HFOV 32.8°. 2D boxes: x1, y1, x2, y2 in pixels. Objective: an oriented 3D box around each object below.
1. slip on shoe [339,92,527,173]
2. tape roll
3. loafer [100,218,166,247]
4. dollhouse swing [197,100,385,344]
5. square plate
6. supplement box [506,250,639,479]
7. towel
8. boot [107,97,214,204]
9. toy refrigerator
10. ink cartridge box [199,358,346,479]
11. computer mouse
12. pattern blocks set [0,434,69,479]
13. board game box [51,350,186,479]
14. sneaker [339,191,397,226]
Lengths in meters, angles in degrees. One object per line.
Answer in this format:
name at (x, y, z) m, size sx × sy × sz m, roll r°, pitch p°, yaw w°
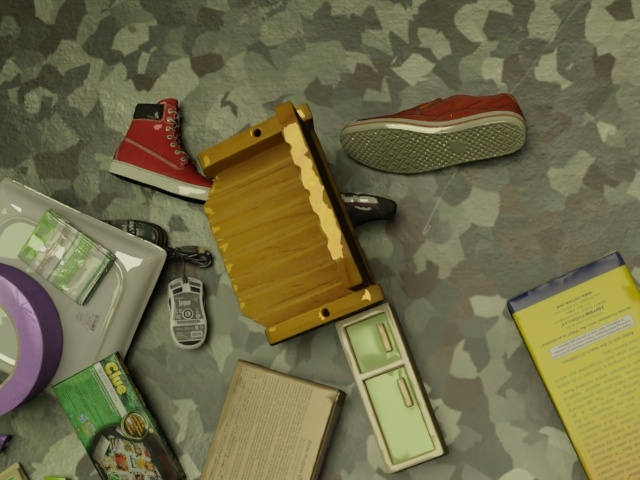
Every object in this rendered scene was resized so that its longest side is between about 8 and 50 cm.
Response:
slip on shoe at (0.198, -0.195, 1.920) m, size 0.331 × 0.123 × 0.101 m, roll -7°, pitch 46°, yaw 16°
tape roll at (-0.605, 0.178, 1.936) m, size 0.274 × 0.090 × 0.275 m, roll 1°, pitch 95°, yaw 10°
loafer at (-0.423, 0.009, 2.019) m, size 0.267 × 0.084 × 0.096 m, roll -5°, pitch 78°, yaw 14°
dollhouse swing at (-0.080, -0.020, 1.748) m, size 0.315 × 0.305 × 0.347 m, roll -23°, pitch 84°, yaw 19°
square plate at (-0.497, 0.108, 1.982) m, size 0.344 × 0.049 × 0.347 m, roll 24°, pitch 98°, yaw 7°
supplement box at (0.460, 0.226, 1.729) m, size 0.195 × 0.194 × 0.357 m, roll -25°, pitch 76°, yaw 7°
towel at (-0.453, 0.030, 1.931) m, size 0.152 × 0.023 × 0.113 m, roll 36°, pitch 98°, yaw 5°
boot at (-0.260, -0.169, 2.020) m, size 0.244 × 0.088 × 0.176 m, roll 20°, pitch 83°, yaw 19°
toy refrigerator at (0.121, 0.251, 1.851) m, size 0.102 × 0.094 × 0.270 m, roll -21°, pitch 75°, yaw 8°
ink cartridge box at (-0.082, 0.344, 1.881) m, size 0.193 × 0.088 × 0.235 m, roll 16°, pitch 83°, yaw 13°
computer mouse at (-0.247, 0.105, 1.983) m, size 0.106 × 0.042 × 0.193 m, roll -2°, pitch 79°, yaw -11°
pattern blocks set at (-0.575, 0.516, 1.990) m, size 0.285 × 0.026 × 0.325 m, roll -21°, pitch 76°, yaw 8°
board game box at (-0.359, 0.342, 1.940) m, size 0.136 × 0.030 × 0.260 m, roll -28°, pitch 91°, yaw 8°
sneaker at (0.000, 0.000, 1.932) m, size 0.281 × 0.106 × 0.163 m, roll -1°, pitch 87°, yaw 20°
